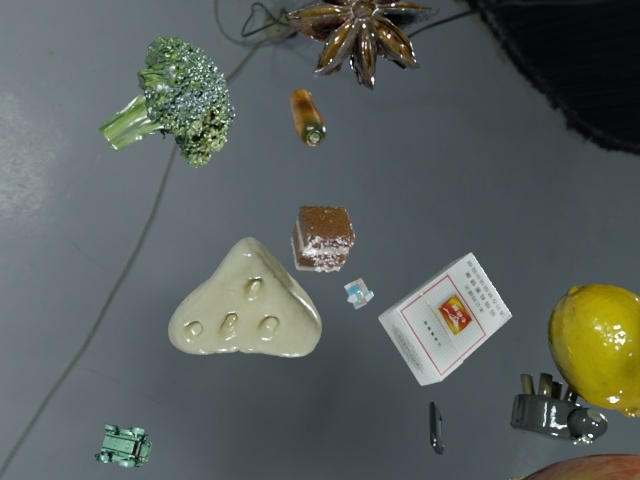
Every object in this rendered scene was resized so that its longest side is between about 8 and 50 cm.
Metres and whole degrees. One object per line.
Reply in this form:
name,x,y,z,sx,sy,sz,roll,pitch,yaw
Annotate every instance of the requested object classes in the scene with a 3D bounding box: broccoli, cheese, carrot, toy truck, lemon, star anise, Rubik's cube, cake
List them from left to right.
toy truck,-0.400,0.429,1.338,0.078,0.154,0.080,29,62,-36
broccoli,-0.324,-0.285,1.456,0.249,0.375,0.302,34,93,-15
cheese,-0.181,0.213,1.653,0.328,0.129,0.351,41,100,-12
carrot,-0.037,-0.338,1.792,0.087,0.193,0.087,-9,135,-9
cake,0.000,0.000,1.648,0.135,0.135,0.147,5,131,-18
Rubik's cube,0.121,0.170,1.995,0.075,0.073,0.084,-38,140,10
star anise,0.090,-0.474,1.382,0.331,0.117,0.332,0,88,-3
lemon,0.598,0.219,1.340,0.235,0.236,0.263,-25,110,-32

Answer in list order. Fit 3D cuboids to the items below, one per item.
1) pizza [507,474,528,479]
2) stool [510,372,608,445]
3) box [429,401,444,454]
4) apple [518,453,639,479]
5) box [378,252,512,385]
pizza,0.488,0.494,1.321,0.184,0.176,0.036,-2,62,-3
stool,0.544,0.388,1.472,0.153,0.227,0.139,33,65,-50
box,0.335,0.542,1.860,0.125,0.026,0.126,62,27,-53
apple,0.141,0.202,0.265,0.164,0.209,0.210,14,84,-4
box,0.331,0.201,1.684,0.330,0.095,0.210,-30,87,-34
